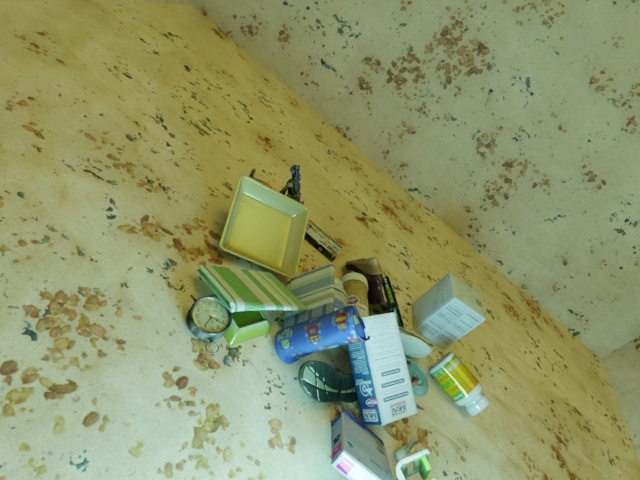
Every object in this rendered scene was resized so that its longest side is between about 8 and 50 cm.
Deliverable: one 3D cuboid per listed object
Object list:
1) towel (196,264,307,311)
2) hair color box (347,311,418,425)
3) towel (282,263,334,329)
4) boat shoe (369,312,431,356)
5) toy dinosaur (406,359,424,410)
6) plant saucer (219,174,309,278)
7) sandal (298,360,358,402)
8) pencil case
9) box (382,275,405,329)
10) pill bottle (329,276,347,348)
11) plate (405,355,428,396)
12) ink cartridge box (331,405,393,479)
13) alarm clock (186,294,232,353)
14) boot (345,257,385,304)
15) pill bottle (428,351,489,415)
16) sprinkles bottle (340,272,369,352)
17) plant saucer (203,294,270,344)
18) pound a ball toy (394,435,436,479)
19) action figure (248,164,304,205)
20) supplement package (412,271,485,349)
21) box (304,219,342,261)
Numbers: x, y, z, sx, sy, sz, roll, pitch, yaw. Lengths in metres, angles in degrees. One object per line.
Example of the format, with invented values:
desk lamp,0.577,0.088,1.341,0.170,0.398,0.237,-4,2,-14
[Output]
towel,-0.229,0.167,1.583,0.325,0.038,0.248,11,21,-49
hair color box,0.200,0.430,1.599,0.174,0.105,0.346,-1,73,-36
towel,-0.040,0.207,1.712,0.034,0.209,0.285,57,20,-30
boat shoe,0.332,0.396,1.977,0.320,0.116,0.099,25,37,-18
toy dinosaur,0.250,0.509,1.725,0.200,0.127,0.295,5,50,-47
plant saucer,-0.223,-0.044,1.843,0.333,0.081,0.332,26,60,-27
sandal,0.021,0.473,1.541,0.303,0.086,0.120,35,63,-44
pencil case,0.004,0.307,1.525,0.133,0.306,0.119,29,44,-59
box,0.321,0.285,2.080,0.184,0.045,0.190,-98,169,-47
pill bottle,0.026,0.257,1.760,0.152,0.152,0.272,32,30,-17
plate,0.377,0.546,1.921,0.188,0.024,0.188,30,30,-20
ink cartridge box,0.117,0.622,1.386,0.186,0.065,0.311,39,4,0
alarm clock,-0.335,0.254,1.416,0.130,0.064,0.192,9,47,-30
boot,0.196,0.185,2.101,0.090,0.248,0.206,-9,89,-26
pill bottle,0.587,0.604,1.977,0.245,0.136,0.136,50,30,14
sprinkles bottle,0.136,0.283,1.886,0.121,0.121,0.355,31,31,-18
plant saucer,-0.265,0.235,1.551,0.188,0.045,0.188,-7,55,-53
pound a ball toy,0.267,0.698,1.398,0.319,0.136,0.208,76,-10,-54
action figure,-0.193,-0.188,2.075,0.330,0.179,0.341,27,57,-34
supplement package,0.600,0.334,2.221,0.198,0.262,0.199,35,30,-13
box,0.000,0.000,2.184,0.207,0.036,0.114,41,29,-2
